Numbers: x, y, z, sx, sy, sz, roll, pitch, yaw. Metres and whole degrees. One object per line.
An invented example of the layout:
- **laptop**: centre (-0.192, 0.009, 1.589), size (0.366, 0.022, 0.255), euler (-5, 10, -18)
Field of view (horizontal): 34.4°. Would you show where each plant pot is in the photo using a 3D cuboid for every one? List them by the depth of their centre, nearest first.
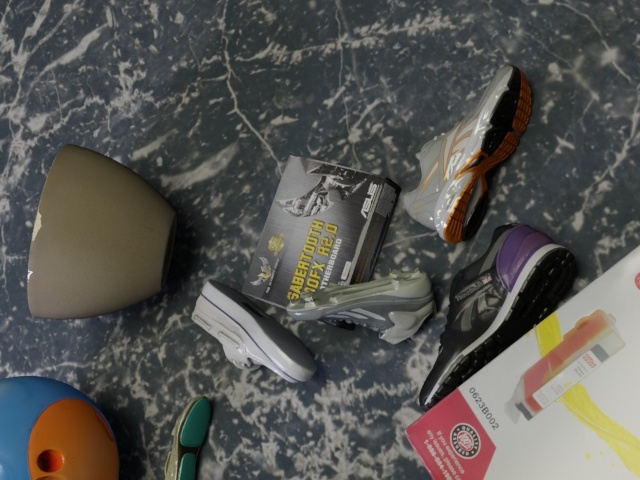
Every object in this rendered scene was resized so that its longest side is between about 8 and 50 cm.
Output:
- **plant pot**: centre (-0.337, 0.001, 1.662), size (0.190, 0.284, 0.284), euler (11, 80, -2)

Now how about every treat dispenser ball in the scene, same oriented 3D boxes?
- **treat dispenser ball**: centre (-0.455, 0.353, 1.592), size (0.288, 0.288, 0.288), euler (-9, 72, 29)

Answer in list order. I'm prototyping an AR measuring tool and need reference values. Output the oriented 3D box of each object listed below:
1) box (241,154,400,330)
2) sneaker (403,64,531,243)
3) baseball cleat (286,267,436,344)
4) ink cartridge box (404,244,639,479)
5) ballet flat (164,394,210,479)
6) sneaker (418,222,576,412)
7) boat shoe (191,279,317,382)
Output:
- **box**: centre (0.000, 0.000, 1.558), size (0.183, 0.056, 0.231), euler (17, 85, 33)
- **sneaker**: centre (0.197, -0.135, 1.457), size (0.121, 0.099, 0.262), euler (27, 90, 38)
- **baseball cleat**: centre (0.060, 0.105, 1.446), size (0.205, 0.072, 0.109), euler (-13, 110, 9)
- **ink cartridge box**: centre (0.339, 0.229, 1.223), size (0.384, 0.160, 0.279), euler (-41, 59, 15)
- **ballet flat**: centre (-0.215, 0.319, 1.598), size (0.052, 0.057, 0.168), euler (4, 78, 42)
- **sneaker**: centre (0.215, 0.106, 1.387), size (0.283, 0.107, 0.124), euler (-53, 42, 3)
- **boat shoe**: centre (-0.105, 0.155, 1.565), size (0.258, 0.095, 0.084), euler (37, 101, 44)
